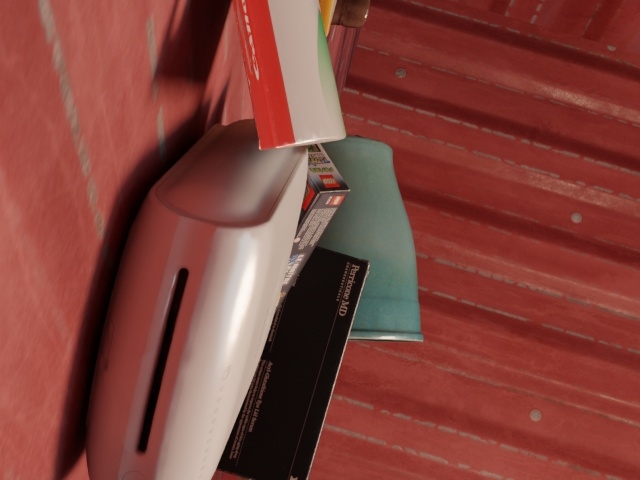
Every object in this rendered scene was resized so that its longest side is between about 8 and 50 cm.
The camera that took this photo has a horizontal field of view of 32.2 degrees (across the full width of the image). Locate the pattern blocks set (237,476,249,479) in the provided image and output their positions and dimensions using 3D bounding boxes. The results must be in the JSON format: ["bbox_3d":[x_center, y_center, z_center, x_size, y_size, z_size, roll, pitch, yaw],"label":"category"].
[{"bbox_3d":[-0.073,0.285,1.466,0.325,0.026,0.285,49,36,-61],"label":"pattern blocks set"}]

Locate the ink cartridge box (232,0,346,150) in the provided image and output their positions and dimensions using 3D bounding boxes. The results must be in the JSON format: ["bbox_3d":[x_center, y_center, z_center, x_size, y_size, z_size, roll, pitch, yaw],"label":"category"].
[{"bbox_3d":[-0.026,-0.161,0.840,0.224,0.056,0.181,-67,147,-84],"label":"ink cartridge box"}]

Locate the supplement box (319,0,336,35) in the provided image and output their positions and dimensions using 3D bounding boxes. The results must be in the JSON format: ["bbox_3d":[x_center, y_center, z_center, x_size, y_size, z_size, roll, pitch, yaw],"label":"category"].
[{"bbox_3d":[-0.008,-0.291,1.003,0.233,0.078,0.080,105,-2,-55],"label":"supplement box"}]

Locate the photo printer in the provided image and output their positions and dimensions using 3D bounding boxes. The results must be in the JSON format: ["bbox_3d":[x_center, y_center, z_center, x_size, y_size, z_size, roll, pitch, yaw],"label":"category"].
[{"bbox_3d":[-0.095,0.052,0.889,0.307,0.107,0.256,-70,175,-72],"label":"photo printer"}]

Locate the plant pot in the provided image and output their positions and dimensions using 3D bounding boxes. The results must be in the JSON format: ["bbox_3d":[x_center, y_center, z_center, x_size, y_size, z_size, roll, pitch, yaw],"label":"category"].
[{"bbox_3d":[0.000,0.000,1.427,0.271,0.272,0.255,92,1,-85],"label":"plant pot"}]

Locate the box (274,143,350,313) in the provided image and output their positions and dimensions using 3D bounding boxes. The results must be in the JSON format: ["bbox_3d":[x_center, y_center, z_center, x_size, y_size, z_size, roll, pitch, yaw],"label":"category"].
[{"bbox_3d":[-0.052,-0.017,1.087,0.114,0.036,0.207,58,-44,31],"label":"box"}]

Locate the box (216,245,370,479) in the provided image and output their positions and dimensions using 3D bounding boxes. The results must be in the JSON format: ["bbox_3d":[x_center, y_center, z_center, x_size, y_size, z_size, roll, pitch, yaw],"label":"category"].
[{"bbox_3d":[-0.068,0.125,1.229,0.103,0.184,0.261,67,40,-84],"label":"box"}]

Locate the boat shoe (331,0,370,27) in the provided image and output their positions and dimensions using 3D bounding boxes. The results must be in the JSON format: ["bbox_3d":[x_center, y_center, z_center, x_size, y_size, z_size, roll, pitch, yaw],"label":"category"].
[{"bbox_3d":[0.041,-0.345,1.366,0.342,0.123,0.123,-71,177,-59],"label":"boat shoe"}]
